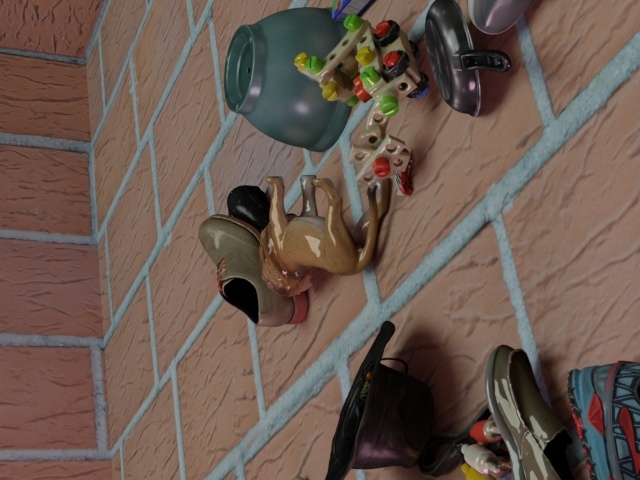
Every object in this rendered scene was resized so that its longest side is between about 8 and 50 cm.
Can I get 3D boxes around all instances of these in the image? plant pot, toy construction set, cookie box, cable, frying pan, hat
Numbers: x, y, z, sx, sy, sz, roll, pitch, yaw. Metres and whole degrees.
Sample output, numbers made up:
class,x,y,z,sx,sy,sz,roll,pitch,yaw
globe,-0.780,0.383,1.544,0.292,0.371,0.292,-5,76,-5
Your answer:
class,x,y,z,sx,sy,sz,roll,pitch,yaw
plant pot,-0.076,-0.331,2.281,0.293,0.196,0.293,-175,90,-65
toy construction set,0.078,-0.258,1.955,0.215,0.151,0.328,-36,50,21
cookie box,0.062,-0.479,2.179,0.107,0.040,0.092,143,133,-58
cable,0.207,0.299,1.696,0.287,0.072,0.139,172,105,-66
frying pan,0.215,-0.247,1.700,0.326,0.053,0.197,-108,5,-54
hat,0.103,0.295,1.825,0.331,0.134,0.331,-157,90,-89

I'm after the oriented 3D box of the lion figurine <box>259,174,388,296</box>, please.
class,x,y,z,sx,sy,sz,roll,pitch,yaw
lion figurine,0.000,0.000,2.133,0.392,0.142,0.240,7,100,62

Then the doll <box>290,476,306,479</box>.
class,x,y,z,sx,sy,sz,roll,pitch,yaw
doll,-0.032,0.545,2.218,0.129,0.046,0.189,109,160,-49

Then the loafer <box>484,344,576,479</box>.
class,x,y,z,sx,sy,sz,roll,pitch,yaw
loafer,0.293,0.253,1.518,0.087,0.094,0.251,-28,68,34

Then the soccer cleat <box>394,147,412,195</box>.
class,x,y,z,sx,sy,sz,roll,pitch,yaw
soccer cleat,0.141,-0.117,1.968,0.035,0.029,0.083,-15,77,60

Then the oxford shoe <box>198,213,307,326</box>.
class,x,y,z,sx,sy,sz,roll,pitch,yaw
oxford shoe,-0.172,0.056,2.392,0.348,0.130,0.123,40,128,38

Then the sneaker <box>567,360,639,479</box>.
class,x,y,z,sx,sy,sz,roll,pitch,yaw
sneaker,0.364,0.250,1.291,0.104,0.125,0.262,52,-156,-57

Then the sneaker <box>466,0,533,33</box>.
class,x,y,z,sx,sy,sz,roll,pitch,yaw
sneaker,0.303,-0.375,1.549,0.178,0.123,0.295,-99,27,-49

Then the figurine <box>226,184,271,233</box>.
class,x,y,z,sx,sy,sz,roll,pitch,yaw
figurine,-0.149,0.019,2.527,0.209,0.092,0.215,53,134,50
